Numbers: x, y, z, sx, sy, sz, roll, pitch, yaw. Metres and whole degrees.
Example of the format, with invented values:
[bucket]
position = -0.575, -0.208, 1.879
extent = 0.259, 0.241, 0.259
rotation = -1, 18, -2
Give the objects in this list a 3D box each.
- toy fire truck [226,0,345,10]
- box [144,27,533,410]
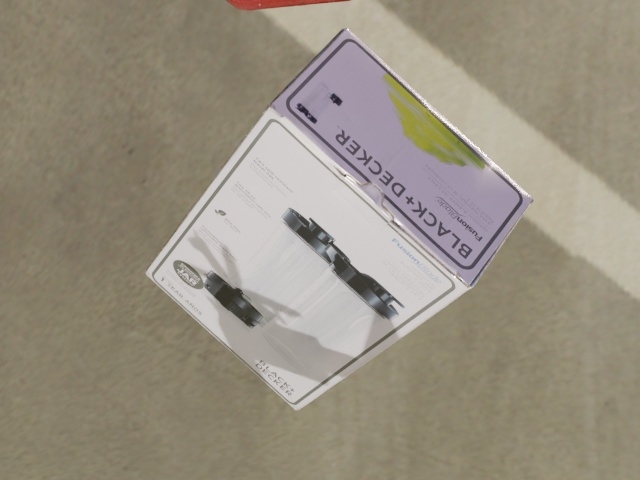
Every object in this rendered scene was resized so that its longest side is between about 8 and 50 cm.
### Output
[toy fire truck]
position = -0.036, -0.252, 0.663
extent = 0.169, 0.254, 0.302
rotation = -20, 80, -35
[box]
position = 0.000, 0.000, 0.916
extent = 0.169, 0.290, 0.087
rotation = 42, 59, -1
